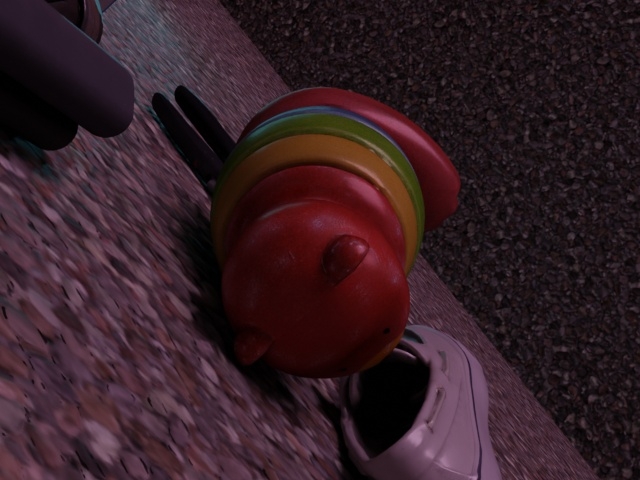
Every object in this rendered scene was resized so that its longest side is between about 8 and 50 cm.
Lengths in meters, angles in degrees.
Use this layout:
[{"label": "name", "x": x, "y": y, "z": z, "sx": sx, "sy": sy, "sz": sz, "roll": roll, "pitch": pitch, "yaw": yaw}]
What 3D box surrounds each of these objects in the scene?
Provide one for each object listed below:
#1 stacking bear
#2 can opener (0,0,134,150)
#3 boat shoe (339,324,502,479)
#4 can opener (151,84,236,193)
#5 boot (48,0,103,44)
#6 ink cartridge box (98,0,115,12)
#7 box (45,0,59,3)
[{"label": "stacking bear", "x": 0.000, "y": 0.000, "z": 0.841, "sx": 0.164, "sy": 0.175, "sz": 0.289, "roll": 50, "pitch": 14, "yaw": -13}, {"label": "can opener", "x": -0.185, "y": -0.091, "z": 0.578, "sx": 0.283, "sy": 0.076, "sz": 0.095, "roll": 38, "pitch": 45, "yaw": -61}, {"label": "boat shoe", "x": 0.053, "y": 0.108, "z": 0.833, "sx": 0.088, "sy": 0.096, "sz": 0.267, "roll": 52, "pitch": 14, "yaw": -16}, {"label": "can opener", "x": -0.092, "y": -0.071, "z": 1.091, "sx": 0.059, "sy": 0.073, "sz": 0.186, "roll": -24, "pitch": 64, "yaw": -42}, {"label": "boot", "x": -0.244, "y": -0.225, "z": 0.761, "sx": 0.263, "sy": 0.091, "sz": 0.229, "roll": 53, "pitch": 7, "yaw": 14}, {"label": "ink cartridge box", "x": -0.227, "y": -0.282, "z": 1.126, "sx": 0.061, "sy": 0.104, "sz": 0.181, "roll": 43, "pitch": 8, "yaw": -45}, {"label": "box", "x": -0.169, "y": -0.274, "z": 0.662, "sx": 0.183, "sy": 0.059, "sz": 0.232, "roll": 104, "pitch": -34, "yaw": -58}]
